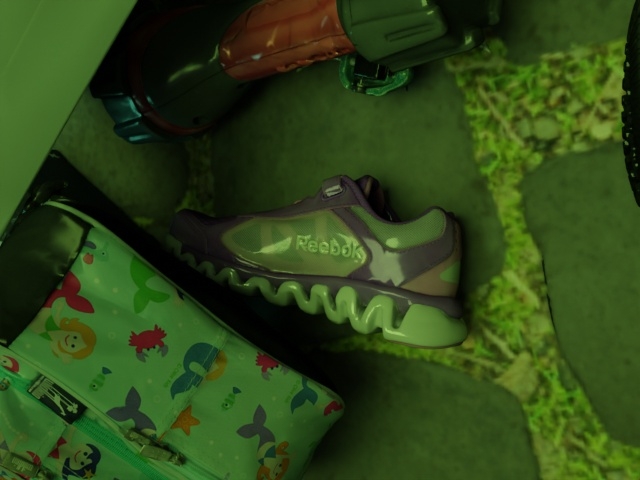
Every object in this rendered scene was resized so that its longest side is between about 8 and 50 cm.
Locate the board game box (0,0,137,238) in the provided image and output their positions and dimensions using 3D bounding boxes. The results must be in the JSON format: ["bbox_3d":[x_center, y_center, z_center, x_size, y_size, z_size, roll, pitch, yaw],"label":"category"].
[{"bbox_3d":[-0.191,-0.174,0.614,0.097,0.303,0.224,30,114,-21],"label":"board game box"}]

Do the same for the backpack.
[{"bbox_3d":[-0.120,0.103,0.589,0.191,0.253,0.225,-65,19,-16],"label":"backpack"}]

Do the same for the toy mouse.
[{"bbox_3d":[0.039,-0.156,0.616,0.143,0.031,0.161,-35,70,38],"label":"toy mouse"}]

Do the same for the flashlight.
[{"bbox_3d":[-0.032,-0.131,0.590,0.304,0.103,0.103,-3,90,43],"label":"flashlight"}]

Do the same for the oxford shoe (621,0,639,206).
[{"bbox_3d":[0.227,-0.037,0.496,0.096,0.083,0.227,-13,86,12],"label":"oxford shoe"}]

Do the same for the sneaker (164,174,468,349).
[{"bbox_3d":[0.000,0.000,0.623,0.236,0.095,0.105,14,93,25],"label":"sneaker"}]

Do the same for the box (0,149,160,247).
[{"bbox_3d":[-0.249,0.024,0.767,0.156,0.093,0.158,38,110,23],"label":"box"}]
